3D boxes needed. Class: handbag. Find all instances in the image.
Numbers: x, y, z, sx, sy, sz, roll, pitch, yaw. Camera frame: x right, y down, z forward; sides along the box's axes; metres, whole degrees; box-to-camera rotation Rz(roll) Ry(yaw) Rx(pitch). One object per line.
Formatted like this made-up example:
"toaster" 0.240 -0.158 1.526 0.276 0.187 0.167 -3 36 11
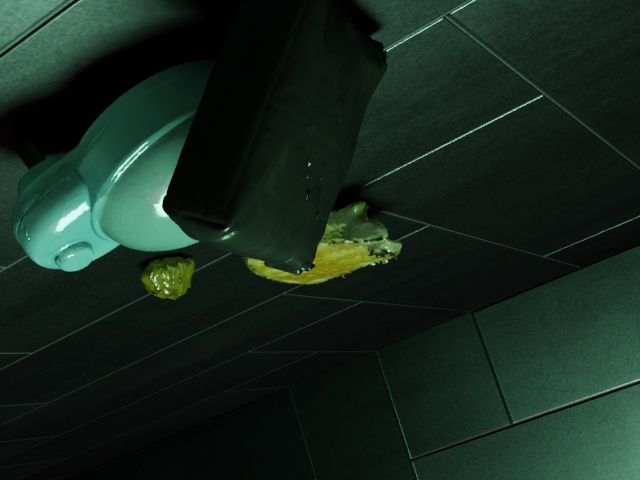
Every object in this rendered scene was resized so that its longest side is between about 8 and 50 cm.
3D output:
"handbag" -0.020 -0.096 0.815 0.080 0.247 0.223 21 179 26

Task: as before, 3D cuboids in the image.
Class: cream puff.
"cream puff" -0.224 0.057 1.373 0.083 0.058 0.083 -16 162 -12

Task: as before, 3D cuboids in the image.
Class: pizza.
"pizza" 0.000 0.000 1.374 0.223 0.090 0.323 -15 166 11

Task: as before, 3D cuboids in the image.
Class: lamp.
"lamp" -0.160 -0.065 0.886 0.283 0.147 0.209 -18 162 1
